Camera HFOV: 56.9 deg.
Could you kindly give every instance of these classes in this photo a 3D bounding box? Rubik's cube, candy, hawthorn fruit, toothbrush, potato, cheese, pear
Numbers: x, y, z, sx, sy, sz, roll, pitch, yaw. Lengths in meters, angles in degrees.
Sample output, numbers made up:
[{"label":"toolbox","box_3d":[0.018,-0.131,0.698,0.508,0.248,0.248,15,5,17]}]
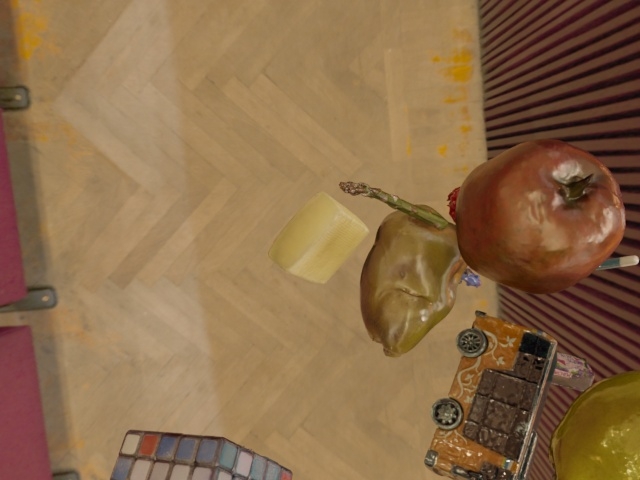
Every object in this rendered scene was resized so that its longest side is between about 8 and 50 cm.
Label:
[{"label":"Rubik's cube","box_3d":[-0.271,0.589,1.262,0.293,0.292,0.286,-6,54,28]},{"label":"candy","box_3d":[0.513,0.300,1.464,0.313,0.088,0.061,12,115,2]},{"label":"hawthorn fruit","box_3d":[0.384,-0.042,1.016,0.268,0.301,0.267,2,77,-9]},{"label":"toothbrush","box_3d":[0.486,0.059,1.176,0.025,0.276,0.019,43,53,-31]},{"label":"potato","box_3d":[0.189,0.081,1.264,0.218,0.202,0.350,9,63,30]},{"label":"cheese","box_3d":[0.000,0.000,1.727,0.124,0.265,0.242,39,95,25]},{"label":"pear","box_3d":[0.409,0.258,0.696,0.269,0.212,0.212,-19,97,23]}]

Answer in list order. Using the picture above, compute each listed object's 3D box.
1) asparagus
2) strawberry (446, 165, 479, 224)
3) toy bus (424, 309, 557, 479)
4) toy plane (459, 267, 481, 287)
[{"label":"asparagus","box_3d":[0.120,-0.054,0.913,0.249,0.024,0.025,17,84,-42]},{"label":"strawberry","box_3d":[0.373,-0.034,1.338,0.098,0.174,0.228,-25,66,-10]},{"label":"toy bus","box_3d":[0.342,0.327,1.172,0.194,0.162,0.323,14,68,27]},{"label":"toy plane","box_3d":[0.402,0.081,1.716,0.167,0.062,0.054,37,124,-8]}]
